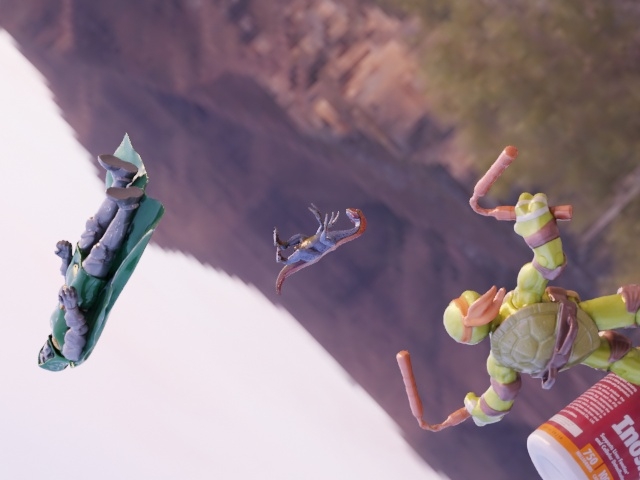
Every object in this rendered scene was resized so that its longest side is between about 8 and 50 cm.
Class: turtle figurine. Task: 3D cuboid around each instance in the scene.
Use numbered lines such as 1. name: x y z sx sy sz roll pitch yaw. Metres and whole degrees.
1. turtle figurine: 0.185 0.055 1.402 0.217 0.269 0.087 3 -147 -14

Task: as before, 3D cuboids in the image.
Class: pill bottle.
1. pill bottle: 0.253 0.153 1.526 0.086 0.152 0.086 50 167 16

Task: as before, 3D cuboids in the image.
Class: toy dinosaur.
1. toy dinosaur: 0.000 0.000 1.654 0.047 0.082 0.090 -101 11 -53

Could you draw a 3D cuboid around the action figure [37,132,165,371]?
1. action figure: -0.209 0.033 1.664 0.063 0.232 0.137 10 -145 -21
